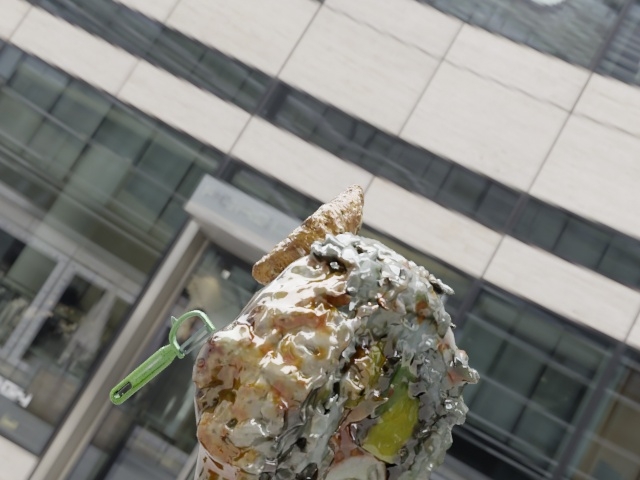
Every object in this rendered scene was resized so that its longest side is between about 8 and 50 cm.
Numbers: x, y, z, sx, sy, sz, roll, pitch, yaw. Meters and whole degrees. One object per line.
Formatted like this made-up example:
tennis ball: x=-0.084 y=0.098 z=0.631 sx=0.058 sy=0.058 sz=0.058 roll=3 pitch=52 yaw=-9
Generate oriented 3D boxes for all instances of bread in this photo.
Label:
bread: x=0.000 y=0.000 z=1.512 sx=0.076 sy=0.233 sz=0.105 roll=46 pitch=-29 yaw=4

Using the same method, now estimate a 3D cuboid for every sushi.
sushi: x=0.024 y=0.189 z=1.213 sx=0.175 sy=0.417 sz=0.417 roll=26 pitch=-13 yaw=39

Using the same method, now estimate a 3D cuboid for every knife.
knife: x=-0.229 y=0.160 z=1.414 sx=0.054 sy=0.212 sz=0.015 roll=54 pitch=26 yaw=9
